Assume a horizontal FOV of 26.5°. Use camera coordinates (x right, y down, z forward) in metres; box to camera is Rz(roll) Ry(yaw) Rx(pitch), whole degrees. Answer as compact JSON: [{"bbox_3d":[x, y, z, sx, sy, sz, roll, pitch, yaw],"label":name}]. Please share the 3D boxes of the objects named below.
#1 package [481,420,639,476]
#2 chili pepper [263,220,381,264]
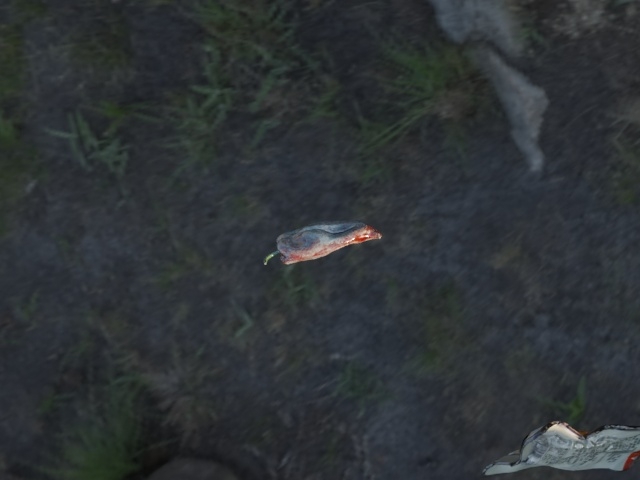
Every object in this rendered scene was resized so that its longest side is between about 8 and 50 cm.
[{"bbox_3d":[0.339,0.274,1.796,0.166,0.232,0.040,121,142,-54],"label":"package"},{"bbox_3d":[0.000,0.000,1.729,0.153,0.041,0.050,-15,63,7],"label":"chili pepper"}]
